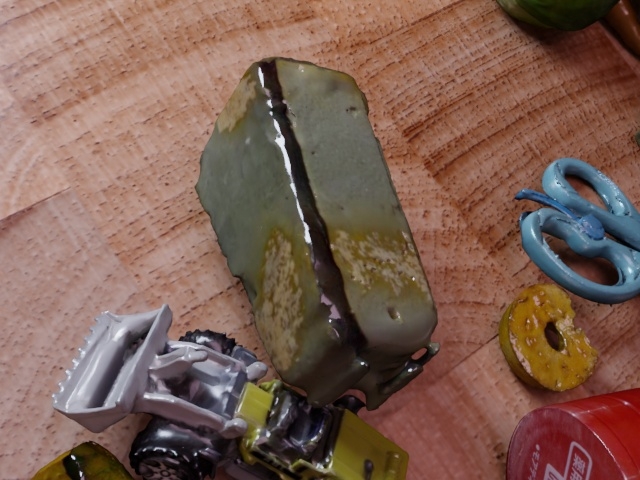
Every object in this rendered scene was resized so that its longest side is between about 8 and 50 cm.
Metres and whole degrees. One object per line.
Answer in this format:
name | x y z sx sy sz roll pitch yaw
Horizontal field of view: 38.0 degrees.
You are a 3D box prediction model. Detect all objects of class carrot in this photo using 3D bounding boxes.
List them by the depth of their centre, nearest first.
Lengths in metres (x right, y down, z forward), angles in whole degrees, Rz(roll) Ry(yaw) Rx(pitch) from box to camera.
carrot | -0.153 0.237 0.712 0.082 0.082 0.173 -31 82 -28
carrot | 0.303 -0.361 1.133 0.069 0.069 0.336 -33 87 -28

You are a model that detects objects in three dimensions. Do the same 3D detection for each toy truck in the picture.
toy truck | -0.060 0.146 0.741 0.286 0.111 0.136 32 42 -13

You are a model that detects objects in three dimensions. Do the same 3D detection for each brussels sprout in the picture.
brussels sprout | 0.260 -0.319 1.052 0.183 0.131 0.145 34 96 2

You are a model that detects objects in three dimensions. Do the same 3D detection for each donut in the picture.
donut | 0.220 0.100 0.924 0.097 0.043 0.108 -13 74 -26

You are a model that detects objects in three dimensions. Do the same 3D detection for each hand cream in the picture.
hand cream | 0.262 0.227 0.806 0.125 0.193 0.193 -8 72 -22

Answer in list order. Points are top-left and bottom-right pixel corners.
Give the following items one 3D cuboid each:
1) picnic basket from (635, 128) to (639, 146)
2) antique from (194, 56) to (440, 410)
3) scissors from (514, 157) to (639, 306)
picnic basket | 0.515 -0.113 1.050 0.267 0.165 0.139 41 63 0
antique | 0.000 0.000 0.777 0.125 0.150 0.284 4 51 -37
scissors | 0.380 0.036 1.003 0.393 0.032 0.180 27 51 -11
